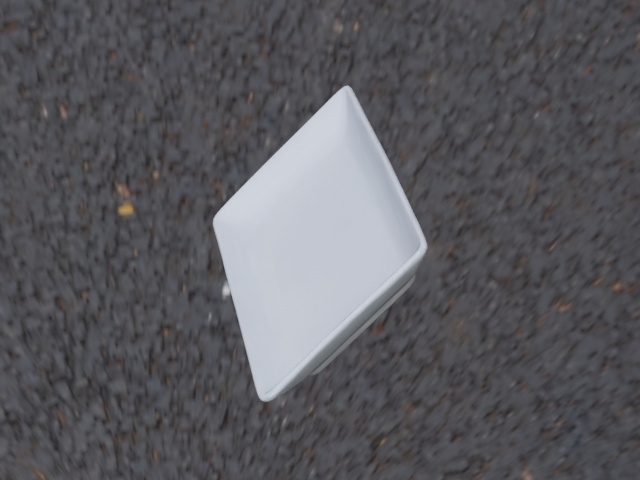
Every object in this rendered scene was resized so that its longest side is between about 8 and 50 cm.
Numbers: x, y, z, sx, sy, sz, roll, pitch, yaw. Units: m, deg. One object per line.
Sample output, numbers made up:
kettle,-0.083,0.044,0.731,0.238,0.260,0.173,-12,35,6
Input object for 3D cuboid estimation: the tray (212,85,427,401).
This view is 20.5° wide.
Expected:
tray,0.000,0.000,1.182,0.145,0.270,0.030,-43,115,11
